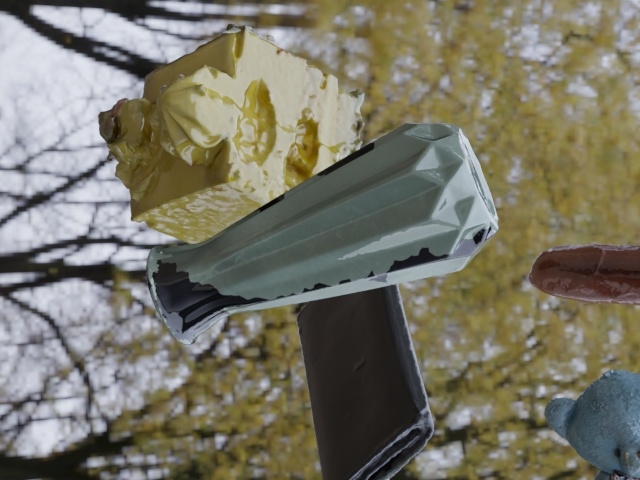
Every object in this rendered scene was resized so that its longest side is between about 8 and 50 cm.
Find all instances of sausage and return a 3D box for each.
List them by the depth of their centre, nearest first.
[{"bbox_3d":[0.460,0.049,1.538,0.433,0.088,0.087,4,-84,32],"label":"sausage"}]

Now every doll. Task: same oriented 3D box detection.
[{"bbox_3d":[0.260,0.190,0.989,0.075,0.120,0.179,36,36,-72],"label":"doll"}]

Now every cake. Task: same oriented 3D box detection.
[{"bbox_3d":[-0.122,-0.126,1.564,0.227,0.286,0.222,-21,-125,45],"label":"cake"}]

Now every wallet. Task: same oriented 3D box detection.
[{"bbox_3d":[0.062,0.204,1.952,0.228,0.062,0.406,-47,-149,28],"label":"wallet"}]

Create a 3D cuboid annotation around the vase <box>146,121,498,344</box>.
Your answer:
[{"bbox_3d":[0.000,0.000,1.304,0.165,0.360,0.165,-21,90,-75],"label":"vase"}]
